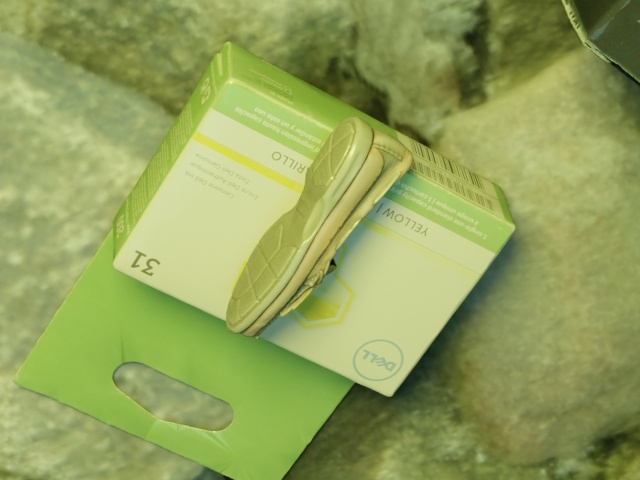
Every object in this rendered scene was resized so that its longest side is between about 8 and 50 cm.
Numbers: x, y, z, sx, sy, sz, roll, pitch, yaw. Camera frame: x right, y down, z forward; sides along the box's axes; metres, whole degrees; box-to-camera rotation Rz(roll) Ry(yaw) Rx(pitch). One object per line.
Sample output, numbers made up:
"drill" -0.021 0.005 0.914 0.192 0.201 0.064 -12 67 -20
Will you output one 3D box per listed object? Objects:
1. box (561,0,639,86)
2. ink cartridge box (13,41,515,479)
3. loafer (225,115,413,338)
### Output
"box" 0.231 -0.142 0.888 0.153 0.108 0.207 35 113 -22
"ink cartridge box" -0.035 0.034 1.008 0.171 0.056 0.235 27 113 -18
"loafer" 0.000 0.000 0.935 0.039 0.045 0.125 24 111 -24
